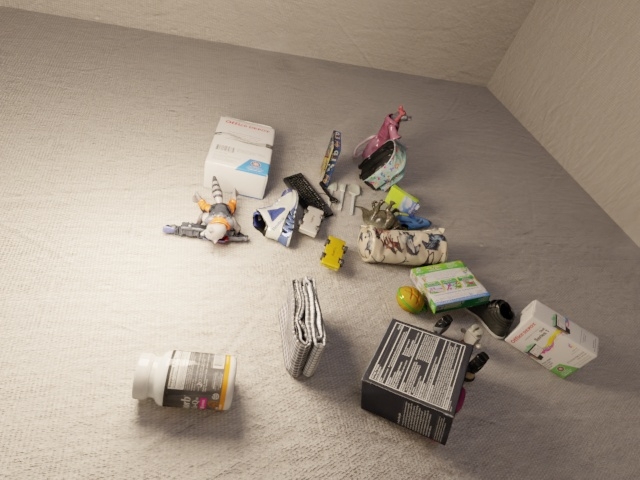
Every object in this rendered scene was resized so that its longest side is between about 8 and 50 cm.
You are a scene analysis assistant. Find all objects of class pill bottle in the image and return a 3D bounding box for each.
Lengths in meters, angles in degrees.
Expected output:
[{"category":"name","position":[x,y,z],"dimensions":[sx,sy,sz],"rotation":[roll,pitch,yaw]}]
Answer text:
[{"category":"pill bottle","position":[-0.397,0.413,1.230],"dimensions":[0.278,0.162,0.162],"rotation":[9,45,-12]}]

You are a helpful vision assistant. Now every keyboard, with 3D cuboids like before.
[{"category":"keyboard","position":[-0.033,-0.234,2.074],"dimensions":[0.201,0.033,0.317],"rotation":[-19,57,-29]}]

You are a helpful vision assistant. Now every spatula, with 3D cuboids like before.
[{"category":"spatula","position":[0.115,-0.228,2.137],"dimensions":[0.168,0.019,0.242],"rotation":[15,44,-4]}]

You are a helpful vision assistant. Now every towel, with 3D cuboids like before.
[{"category":"towel","position":[-0.069,0.293,1.419],"dimensions":[0.121,0.235,0.284],"rotation":[0,48,-13]}]

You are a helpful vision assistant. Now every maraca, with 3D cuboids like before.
[{"category":"maraca","position":[0.388,0.250,1.733],"dimensions":[0.185,0.099,0.127],"rotation":[16,41,-44]}]

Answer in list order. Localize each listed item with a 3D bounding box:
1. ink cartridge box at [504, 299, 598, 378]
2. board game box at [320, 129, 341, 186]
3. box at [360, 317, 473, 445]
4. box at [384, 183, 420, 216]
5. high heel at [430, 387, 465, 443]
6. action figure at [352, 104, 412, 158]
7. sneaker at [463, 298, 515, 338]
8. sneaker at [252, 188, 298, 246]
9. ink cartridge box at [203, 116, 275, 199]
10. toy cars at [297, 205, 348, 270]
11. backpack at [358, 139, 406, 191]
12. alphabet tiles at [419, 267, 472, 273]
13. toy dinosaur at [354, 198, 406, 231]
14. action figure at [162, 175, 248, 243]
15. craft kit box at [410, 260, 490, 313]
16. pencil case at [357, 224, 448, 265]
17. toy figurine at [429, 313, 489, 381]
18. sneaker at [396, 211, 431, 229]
[{"category":"ink cartridge box","position":[0.947,0.408,1.709],"dimensions":[0.278,0.201,0.117],"rotation":[33,45,12]},{"category":"board game box","position":[0.052,-0.423,2.143],"dimensions":[0.042,0.243,0.165],"rotation":[12,45,-10]},{"category":"box","position":[0.324,0.459,1.392],"dimensions":[0.294,0.183,0.296],"rotation":[17,41,23]},{"category":"box","position":[0.435,-0.203,2.172],"dimensions":[0.178,0.109,0.042],"rotation":[37,45,16]},{"category":"high heel","position":[0.410,0.573,1.438],"dimensions":[0.117,0.082,0.244],"rotation":[44,61,10]},{"category":"action figure","position":[0.374,-0.621,2.363],"dimensions":[0.275,0.370,0.248],"rotation":[16,45,-7]},{"category":"sneaker","position":[0.716,0.274,1.792],"dimensions":[0.104,0.147,0.296],"rotation":[-22,57,-33]},{"category":"sneaker","position":[-0.205,-0.123,1.841],"dimensions":[0.182,0.127,0.315],"rotation":[14,46,-11]},{"category":"ink cartridge box","position":[-0.388,-0.411,2.022],"dimensions":[0.285,0.166,0.395],"rotation":[12,46,-11]},{"category":"toy cars","position":[0.000,0.000,1.837],"dimensions":[0.176,0.087,0.394],"rotation":[-7,47,-33]},{"category":"backpack","position":[0.353,-0.409,2.241],"dimensions":[0.191,0.253,0.225],"rotation":[29,39,-22]},{"category":"alphabet tiles","position":[0.579,0.185,1.855],"dimensions":[0.237,0.009,0.198],"rotation":[-1,36,1]},{"category":"toy dinosaur","position":[0.288,-0.116,2.022],"dimensions":[0.313,0.121,0.160],"rotation":[22,76,20]},{"category":"action figure","position":[-0.468,-0.112,1.705],"dimensions":[0.341,0.178,0.330],"rotation":[2,38,-22]},{"category":"craft kit box","position":[0.553,0.195,1.788],"dimensions":[0.249,0.061,0.247],"rotation":[-9,38,-10]},{"category":"pencil case","position":[0.373,0.020,1.887],"dimensions":[0.410,0.160,0.184],"rotation":[4,88,-17]},{"category":"toy figurine","position":[0.521,0.415,1.594],"dimensions":[0.213,0.148,0.209],"rotation":[17,38,-2]},{"category":"sneaker","position":[0.474,-0.083,2.116],"dimensions":[0.209,0.069,0.082],"rotation":[11,77,-22]}]
